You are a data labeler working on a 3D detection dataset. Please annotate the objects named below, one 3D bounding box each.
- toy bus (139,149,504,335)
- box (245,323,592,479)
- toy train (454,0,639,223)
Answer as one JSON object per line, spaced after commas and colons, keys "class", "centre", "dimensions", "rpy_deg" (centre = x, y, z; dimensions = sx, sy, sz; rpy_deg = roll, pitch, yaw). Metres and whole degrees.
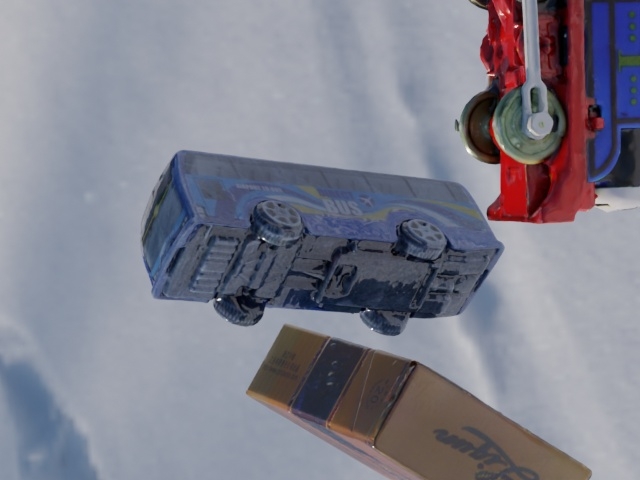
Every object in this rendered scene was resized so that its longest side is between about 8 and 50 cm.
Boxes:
{"class": "toy bus", "centre": [-0.002, 0.001, 1.212], "dimensions": [0.079, 0.237, 0.094], "rpy_deg": [-64, 36, 29]}
{"class": "box", "centre": [0.061, 0.131, 1.323], "dimensions": [0.070, 0.152, 0.237], "rpy_deg": [-61, 21, -10]}
{"class": "toy train", "centre": [0.144, -0.112, 1.038], "dimensions": [0.083, 0.131, 0.204], "rpy_deg": [-172, 81, -73]}
